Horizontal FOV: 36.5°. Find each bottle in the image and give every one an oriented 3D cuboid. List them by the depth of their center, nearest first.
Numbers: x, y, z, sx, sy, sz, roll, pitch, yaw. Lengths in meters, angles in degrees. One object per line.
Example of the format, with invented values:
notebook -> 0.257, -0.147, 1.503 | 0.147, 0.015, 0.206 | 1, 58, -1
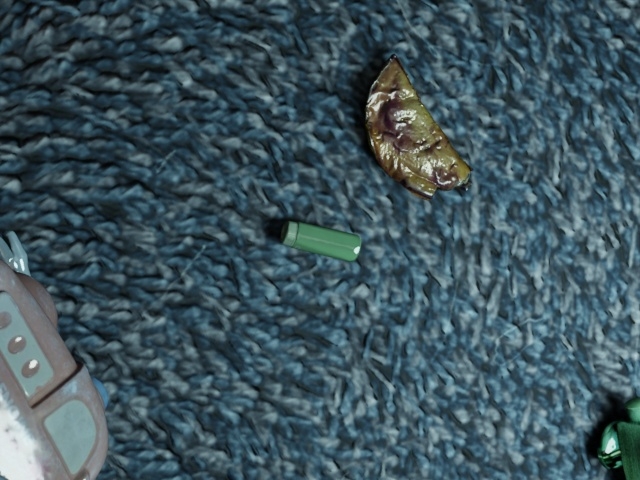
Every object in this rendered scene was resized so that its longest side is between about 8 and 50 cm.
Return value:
bottle -> 0.000, 0.000, 1.029 | 0.083, 0.030, 0.030 | 13, 90, -17

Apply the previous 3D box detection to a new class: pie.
pie -> 0.100, -0.108, 1.051 | 0.092, 0.034, 0.170 | -44, 106, -14

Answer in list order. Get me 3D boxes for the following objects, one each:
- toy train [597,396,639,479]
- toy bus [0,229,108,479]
toy train -> 0.422, 0.296, 1.157 | 0.159, 0.101, 0.248 | -15, 99, -32
toy bus -> -0.308, 0.148, 0.853 | 0.232, 0.197, 0.294 | -38, 109, -41
